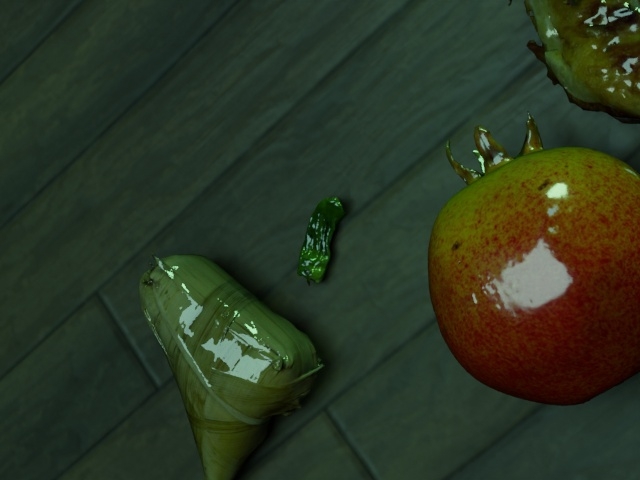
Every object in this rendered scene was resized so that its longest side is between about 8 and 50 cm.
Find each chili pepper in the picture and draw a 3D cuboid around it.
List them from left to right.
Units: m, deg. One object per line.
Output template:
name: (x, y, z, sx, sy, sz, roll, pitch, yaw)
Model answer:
chili pepper: (0.000, -0.001, 1.810, 0.030, 0.034, 0.091, 17, 102, -8)

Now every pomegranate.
pomegranate: (0.187, 0.012, 1.611, 0.221, 0.221, 0.256, -34, 69, 25)

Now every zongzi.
zongzi: (-0.115, 0.129, 1.841, 0.194, 0.099, 0.197, 42, 117, 20)

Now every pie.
pie: (0.298, -0.234, 1.605, 0.308, 0.085, 0.308, 1, 92, 29)
